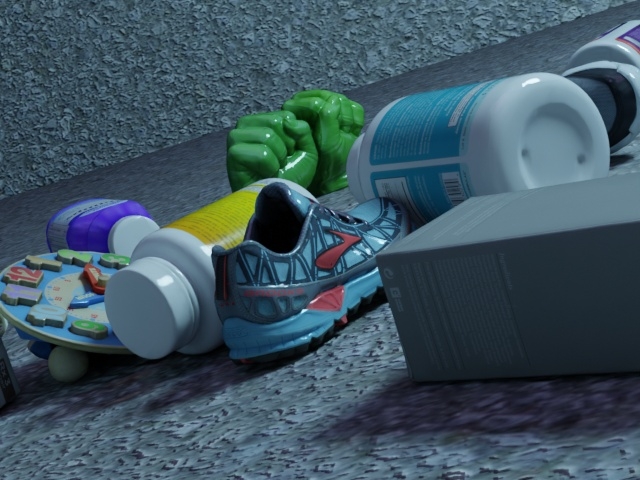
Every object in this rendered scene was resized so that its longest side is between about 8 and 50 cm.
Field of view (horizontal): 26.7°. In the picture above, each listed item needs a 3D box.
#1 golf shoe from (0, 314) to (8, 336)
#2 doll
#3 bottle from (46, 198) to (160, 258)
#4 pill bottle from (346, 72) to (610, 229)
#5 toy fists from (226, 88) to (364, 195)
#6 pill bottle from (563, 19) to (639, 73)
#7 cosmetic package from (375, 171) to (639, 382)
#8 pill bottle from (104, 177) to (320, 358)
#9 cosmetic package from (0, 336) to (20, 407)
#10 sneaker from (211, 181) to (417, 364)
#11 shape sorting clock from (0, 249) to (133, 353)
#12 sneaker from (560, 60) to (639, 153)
[{"bbox_3d":[-0.433,0.103,1.560,0.186,0.068,0.086,-14,10,24],"label":"golf shoe"},{"bbox_3d":[-0.224,0.091,1.315,0.129,0.046,0.189,-7,18,9],"label":"doll"},{"bbox_3d":[-0.279,-0.004,1.778,0.118,0.092,0.283,-21,11,-21],"label":"bottle"},{"bbox_3d":[0.134,-0.073,1.272,0.146,0.146,0.264,-24,13,-30],"label":"pill bottle"},{"bbox_3d":[-0.027,-0.121,1.821,0.096,0.142,0.279,-10,14,39],"label":"toy fists"},{"bbox_3d":[0.385,-0.215,1.686,0.108,0.108,0.193,-11,13,35],"label":"pill bottle"},{"bbox_3d":[0.168,0.020,0.862,0.238,0.107,0.127,-4,17,45],"label":"cosmetic package"},{"bbox_3d":[-0.091,0.028,1.218,0.117,0.117,0.215,-9,13,41],"label":"pill bottle"},{"bbox_3d":[-0.496,0.110,1.236,0.385,0.217,0.156,-17,10,21],"label":"cosmetic package"},{"bbox_3d":[0.000,0.000,1.152,0.104,0.125,0.262,-11,16,34],"label":"sneaker"},{"bbox_3d":[-0.207,0.054,1.287,0.206,0.040,0.206,6,22,-2],"label":"shape sorting clock"},{"bbox_3d":[0.221,-0.117,1.462,0.153,0.101,0.268,-19,3,-38],"label":"sneaker"}]
